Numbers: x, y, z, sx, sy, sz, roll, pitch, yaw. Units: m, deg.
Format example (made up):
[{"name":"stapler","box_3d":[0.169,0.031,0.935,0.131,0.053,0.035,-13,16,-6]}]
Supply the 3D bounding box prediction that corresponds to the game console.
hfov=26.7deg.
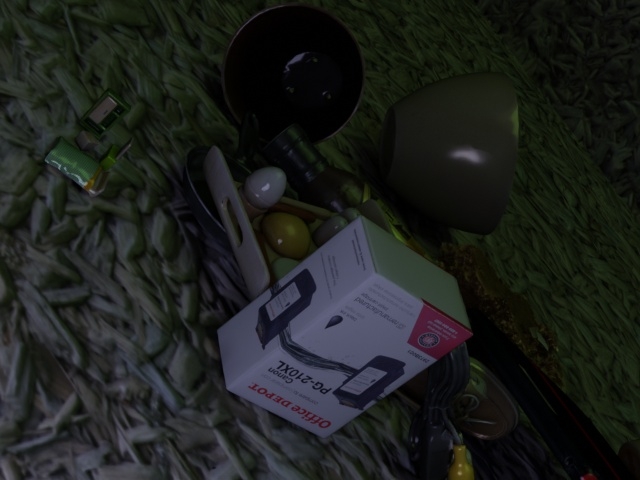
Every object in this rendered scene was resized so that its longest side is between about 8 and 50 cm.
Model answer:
[{"name":"game console","box_3d":[0.352,0.290,1.874,0.342,0.060,0.386,42,10,-36]}]

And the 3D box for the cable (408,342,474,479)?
[{"name":"cable","box_3d":[0.158,0.210,1.660,0.072,0.287,0.139,-6,33,-14]}]

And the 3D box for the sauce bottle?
[{"name":"sauce bottle","box_3d":[0.050,-0.020,1.956,0.344,0.111,0.111,50,22,-1]}]

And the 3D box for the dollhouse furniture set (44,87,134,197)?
[{"name":"dollhouse furniture set","box_3d":[-0.265,-0.120,1.598,0.076,0.058,0.151,41,23,-17]}]

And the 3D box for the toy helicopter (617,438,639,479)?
[{"name":"toy helicopter","box_3d":[0.531,0.455,1.988,0.140,0.235,0.355,-8,50,-19]}]

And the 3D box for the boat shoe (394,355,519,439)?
[{"name":"boat shoe","box_3d":[0.145,0.193,1.822,0.285,0.104,0.089,34,29,-10]}]

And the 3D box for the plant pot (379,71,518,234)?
[{"name":"plant pot","box_3d":[0.207,-0.159,2.327,0.191,0.284,0.284,6,35,-10]}]

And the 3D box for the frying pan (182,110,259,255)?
[{"name":"frying pan","box_3d":[-0.128,-0.087,1.811,0.197,0.053,0.326,26,30,-42]}]

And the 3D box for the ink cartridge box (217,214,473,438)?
[{"name":"ink cartridge box","box_3d":[0.024,0.105,1.542,0.172,0.237,0.100,32,31,-36]}]

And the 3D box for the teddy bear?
[{"name":"teddy bear","box_3d":[0.284,0.146,2.163,0.338,0.113,0.245,36,31,-47]}]

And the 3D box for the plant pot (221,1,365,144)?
[{"name":"plant pot","box_3d":[-0.026,-0.253,2.103,0.215,0.215,0.230,50,9,1]}]

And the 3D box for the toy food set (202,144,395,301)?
[{"name":"toy food set","box_3d":[0.000,0.000,1.718,0.306,0.092,0.219,15,40,-43]}]
